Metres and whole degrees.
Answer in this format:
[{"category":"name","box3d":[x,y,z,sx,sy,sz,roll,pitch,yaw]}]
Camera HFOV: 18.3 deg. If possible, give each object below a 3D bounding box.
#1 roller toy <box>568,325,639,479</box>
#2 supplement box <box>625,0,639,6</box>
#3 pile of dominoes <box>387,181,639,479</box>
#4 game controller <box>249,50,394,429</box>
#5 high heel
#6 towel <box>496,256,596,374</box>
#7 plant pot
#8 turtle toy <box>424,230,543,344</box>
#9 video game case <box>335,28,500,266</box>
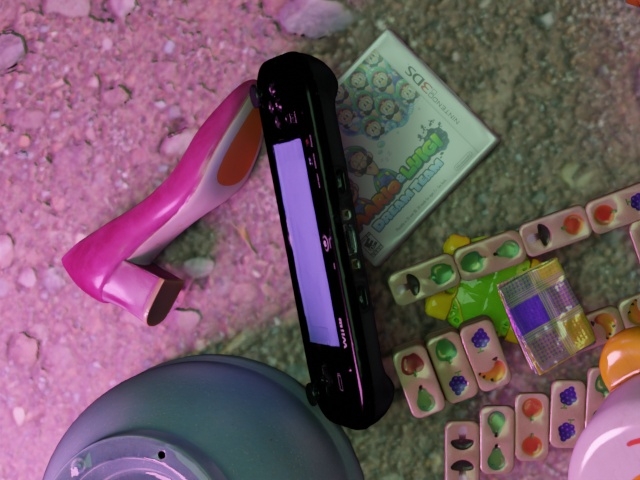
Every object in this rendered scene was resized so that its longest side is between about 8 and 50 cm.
[{"category":"roller toy","box3d":[0.303,0.180,1.577,0.209,0.146,0.191,21,124,20]},{"category":"supplement box","box3d":[0.363,-0.198,1.626,0.233,0.080,0.078,22,93,19]},{"category":"pile of dominoes","box3d":[0.188,0.084,1.645,0.251,0.040,0.196,-20,97,2]},{"category":"game controller","box3d":[0.000,0.000,1.679,0.067,0.166,0.319,-11,92,-6]},{"category":"high heel","box3d":[-0.140,-0.051,1.788,0.117,0.082,0.244,31,102,25]},{"category":"towel","box3d":[0.186,0.062,1.630,0.060,0.009,0.083,-25,98,-5]},{"category":"plant pot","box3d":[-0.124,0.246,1.704,0.293,0.196,0.293,0,88,17]},{"category":"turtle toy","box3d":[0.135,0.053,1.694,0.095,0.066,0.130,19,97,-3]},{"category":"video game case","box3d":[0.055,-0.081,1.749,0.157,0.019,0.143,-46,76,11]}]
